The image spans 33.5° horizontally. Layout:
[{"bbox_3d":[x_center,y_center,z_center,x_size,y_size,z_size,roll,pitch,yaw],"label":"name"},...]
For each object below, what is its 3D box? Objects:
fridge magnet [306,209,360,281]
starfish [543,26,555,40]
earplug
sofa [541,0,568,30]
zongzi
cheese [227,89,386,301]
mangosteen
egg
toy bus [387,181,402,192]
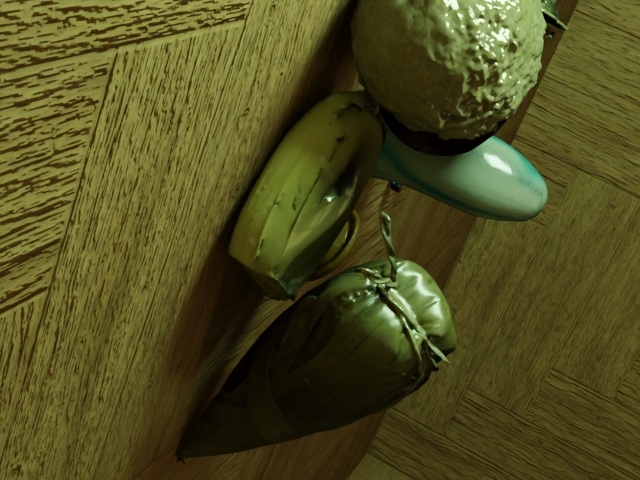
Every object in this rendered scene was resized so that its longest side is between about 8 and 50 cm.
[{"bbox_3d":[0.000,0.000,1.648,0.143,0.063,0.143,-33,-148,25],"label":"fridge magnet"},{"bbox_3d":[0.334,-0.332,2.189,0.384,0.132,0.398,-22,148,-59],"label":"starfish"},{"bbox_3d":[0.247,-0.129,1.884,0.185,0.324,0.185,-57,167,-21],"label":"earplug"},{"bbox_3d":[0.467,-0.557,2.173,0.200,0.182,0.258,-65,167,11],"label":"sofa"},{"bbox_3d":[-0.026,0.210,1.519,0.467,0.218,0.500,-39,175,-6],"label":"zongzi"},{"bbox_3d":[-0.010,-0.072,1.482,0.315,0.128,0.259,-55,175,-5],"label":"cheese"},{"bbox_3d":[0.203,-0.280,1.735,0.231,0.232,0.289,94,-7,-60],"label":"mangosteen"},{"bbox_3d":[0.168,-0.269,1.423,0.310,0.279,0.279,-61,172,-55],"label":"egg"},{"bbox_3d":[0.176,-0.154,2.214,0.110,0.031,0.043,-66,173,13],"label":"toy bus"}]
